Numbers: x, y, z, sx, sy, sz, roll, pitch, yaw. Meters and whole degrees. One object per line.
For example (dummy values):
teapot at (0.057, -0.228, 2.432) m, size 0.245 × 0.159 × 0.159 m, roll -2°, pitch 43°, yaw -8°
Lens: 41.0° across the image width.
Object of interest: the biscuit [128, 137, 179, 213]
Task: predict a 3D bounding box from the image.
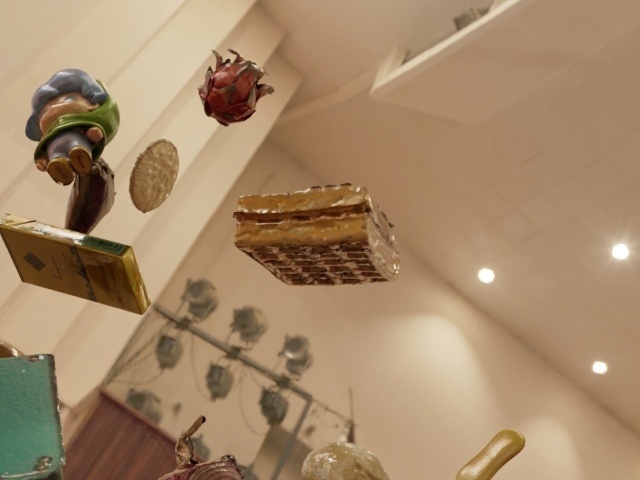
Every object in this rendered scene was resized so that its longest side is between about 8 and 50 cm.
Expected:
biscuit at (-0.321, -0.126, 1.663) m, size 0.020 × 0.152 × 0.152 m, roll 23°, pitch -39°, yaw 22°

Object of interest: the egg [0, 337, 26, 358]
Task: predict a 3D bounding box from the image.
egg at (-0.618, 0.325, 1.496) m, size 0.301 × 0.301 × 0.374 m, roll 8°, pitch -40°, yaw 22°

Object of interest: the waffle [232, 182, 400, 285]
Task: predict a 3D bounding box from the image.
waffle at (0.000, -0.001, 1.637) m, size 0.261 × 0.114 × 0.376 m, roll -2°, pitch -14°, yaw 14°

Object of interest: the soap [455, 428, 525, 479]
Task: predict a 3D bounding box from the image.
soap at (0.174, 0.224, 0.874) m, size 0.034 × 0.089 × 0.012 m, roll 27°, pitch -34°, yaw 45°

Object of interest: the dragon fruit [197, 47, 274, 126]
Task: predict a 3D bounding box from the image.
dragon fruit at (-0.170, -0.293, 1.670) m, size 0.121 × 0.130 × 0.142 m, roll 29°, pitch -81°, yaw 23°

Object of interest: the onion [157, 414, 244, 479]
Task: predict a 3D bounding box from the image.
onion at (-0.229, 0.502, 1.468) m, size 0.272 × 0.230 × 0.256 m, roll 31°, pitch -60°, yaw 39°

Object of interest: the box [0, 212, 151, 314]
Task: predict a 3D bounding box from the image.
box at (-0.451, 0.045, 1.569) m, size 0.279 × 0.041 × 0.153 m, roll 13°, pitch -42°, yaw 20°

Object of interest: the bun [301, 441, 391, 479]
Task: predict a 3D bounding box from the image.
bun at (0.066, 0.434, 1.480) m, size 0.193 × 0.128 × 0.178 m, roll 40°, pitch -18°, yaw 44°

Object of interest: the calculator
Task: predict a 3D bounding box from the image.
calculator at (-0.387, 0.199, 0.832) m, size 0.274 × 0.248 × 0.058 m, roll -7°, pitch -66°, yaw -22°

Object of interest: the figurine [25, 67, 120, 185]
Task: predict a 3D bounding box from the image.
figurine at (-0.423, -0.189, 1.459) m, size 0.162 × 0.263 × 0.143 m, roll -33°, pitch -52°, yaw 11°

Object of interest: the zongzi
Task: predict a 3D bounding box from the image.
zongzi at (-0.484, -0.070, 1.736) m, size 0.084 × 0.184 × 0.187 m, roll 26°, pitch -24°, yaw 0°
